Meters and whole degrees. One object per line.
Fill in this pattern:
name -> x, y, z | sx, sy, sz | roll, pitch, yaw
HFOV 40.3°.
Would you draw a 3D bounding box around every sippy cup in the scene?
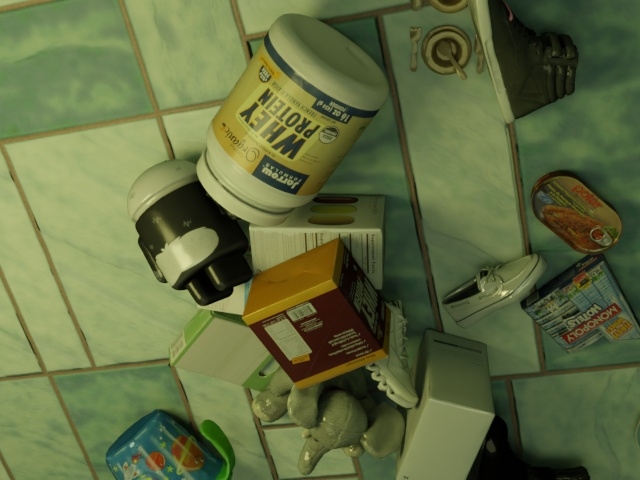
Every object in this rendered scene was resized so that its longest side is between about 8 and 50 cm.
sippy cup -> -0.355, 0.513, 1.959 | 0.305, 0.240, 0.224 | -41, 97, -14

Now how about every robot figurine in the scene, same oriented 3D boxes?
robot figurine -> -0.243, -0.019, 1.633 | 0.209, 0.173, 0.278 | -32, 81, -7

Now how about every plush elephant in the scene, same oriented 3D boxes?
plush elephant -> 0.021, 0.358, 1.780 | 0.271, 0.255, 0.330 | 29, 118, -6

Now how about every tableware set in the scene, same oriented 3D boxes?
tableware set -> 0.216, -0.370, 1.475 | 0.128, 0.039, 0.194 | 3, 119, 7

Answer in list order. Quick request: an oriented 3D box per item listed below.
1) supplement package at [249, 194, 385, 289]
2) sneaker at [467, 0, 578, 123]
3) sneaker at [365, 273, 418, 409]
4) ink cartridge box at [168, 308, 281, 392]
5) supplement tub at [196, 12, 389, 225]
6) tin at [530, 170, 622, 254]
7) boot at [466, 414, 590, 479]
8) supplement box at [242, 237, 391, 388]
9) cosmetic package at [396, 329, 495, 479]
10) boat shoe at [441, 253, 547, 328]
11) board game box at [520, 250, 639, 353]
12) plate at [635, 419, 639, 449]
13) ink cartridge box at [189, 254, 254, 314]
supplement package -> 0.000, 0.000, 1.655 | 0.244, 0.139, 0.134 | 1, 121, 6
sneaker -> 0.336, -0.334, 1.426 | 0.146, 0.105, 0.296 | -18, 132, 14
sneaker -> 0.126, 0.187, 1.701 | 0.118, 0.110, 0.292 | -29, 74, 7
ink cartridge box -> -0.181, 0.229, 1.861 | 0.235, 0.056, 0.171 | 22, 123, -32
supplement tub -> -0.056, -0.201, 1.502 | 0.228, 0.228, 0.316 | 32, 118, -9
tin -> 0.474, -0.053, 1.614 | 0.189, 0.040, 0.106 | 38, 121, -13
boot -> 0.449, 0.500, 1.864 | 0.260, 0.131, 0.348 | 3, 130, 15
supplement box -> -0.002, 0.135, 1.581 | 0.191, 0.129, 0.194 | -24, 118, 22
cosmetic package -> 0.246, 0.344, 1.757 | 0.138, 0.225, 0.224 | 15, 120, -1
boat shoe -> 0.331, 0.089, 1.686 | 0.076, 0.083, 0.226 | 40, 118, -15
board game box -> 0.528, 0.144, 1.700 | 0.194, 0.060, 0.194 | 43, 116, -14
plate -> 0.756, 0.398, 1.826 | 0.188, 0.024, 0.188 | 3, 119, 6
ink cartridge box -> -0.186, 0.084, 1.757 | 0.143, 0.092, 0.090 | 8, 119, 4
